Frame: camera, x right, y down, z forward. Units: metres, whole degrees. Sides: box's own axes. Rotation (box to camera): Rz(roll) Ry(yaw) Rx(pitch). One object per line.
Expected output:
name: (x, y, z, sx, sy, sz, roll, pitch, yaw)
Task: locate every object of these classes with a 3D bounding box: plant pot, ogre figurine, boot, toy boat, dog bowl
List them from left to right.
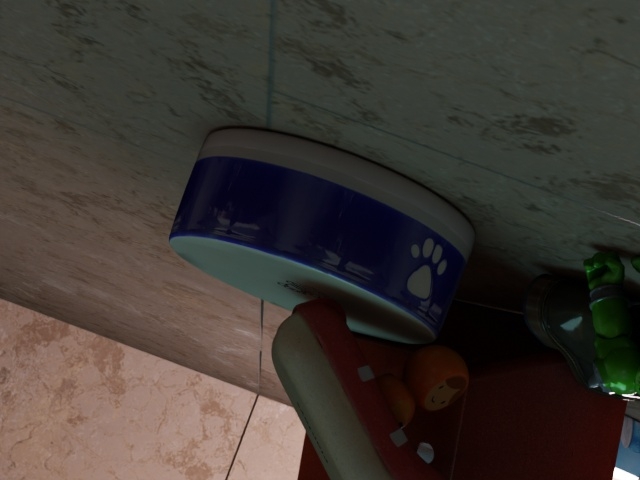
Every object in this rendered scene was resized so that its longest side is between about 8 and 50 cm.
dog bowl: (0.000, 0.000, 1.334, 0.265, 0.104, 0.265, 20, 168, 4)
toy boat: (0.064, 0.145, 1.300, 0.231, 0.151, 0.151, 62, 171, 7)
plant pot: (0.127, 0.201, 1.483, 0.267, 0.267, 0.236, 11, -178, 38)
boot: (0.290, 0.105, 1.373, 0.219, 0.082, 0.106, 32, 166, -37)
ogre figurine: (0.291, 0.079, 1.166, 0.197, 0.118, 0.097, 18, 168, 13)

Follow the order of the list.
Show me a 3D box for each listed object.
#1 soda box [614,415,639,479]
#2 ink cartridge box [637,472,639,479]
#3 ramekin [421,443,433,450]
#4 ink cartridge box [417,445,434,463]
soda box: (0.432, 0.291, 1.991, 0.210, 0.071, 0.067, 27, 166, -28)
ink cartridge box: (0.474, 0.289, 1.865, 0.092, 0.090, 0.143, 11, 165, 39)
ramekin: (0.191, 0.194, 1.811, 0.277, 0.135, 0.277, 20, 168, 5)
ink cartridge box: (0.185, 0.311, 1.997, 0.308, 0.091, 0.385, 19, -159, 8)
